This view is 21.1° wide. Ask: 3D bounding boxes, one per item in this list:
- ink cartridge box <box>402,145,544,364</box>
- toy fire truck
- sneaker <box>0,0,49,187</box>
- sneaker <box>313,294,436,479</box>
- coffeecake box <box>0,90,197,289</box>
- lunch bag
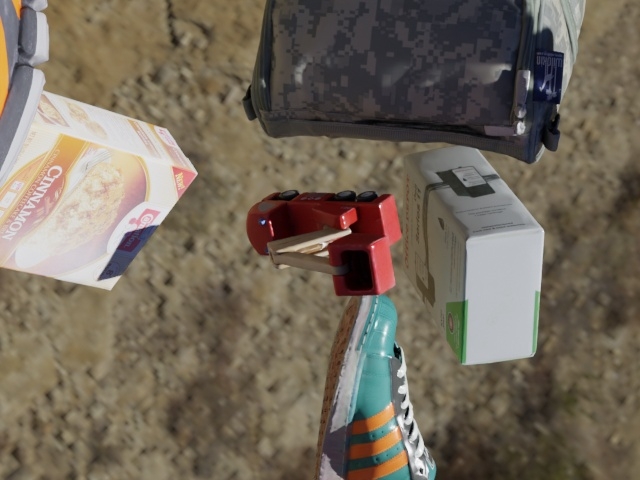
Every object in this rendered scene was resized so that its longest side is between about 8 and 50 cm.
[{"bbox_3d":[0.155,0.011,1.801,0.087,0.208,0.153,-8,119,-12],"label":"ink cartridge box"},{"bbox_3d":[0.000,0.000,1.506,0.135,0.192,0.047,-34,119,-49],"label":"toy fire truck"},{"bbox_3d":[-0.195,-0.167,0.664,0.125,0.321,0.180,-11,164,11],"label":"sneaker"},{"bbox_3d":[0.062,0.191,1.751,0.121,0.108,0.302,6,113,-4],"label":"sneaker"},{"bbox_3d":[-0.221,-0.043,1.449,0.185,0.068,0.142,15,121,-47],"label":"coffeecake box"},{"bbox_3d":[0.097,-0.201,1.638,0.212,0.305,0.256,65,35,-59],"label":"lunch bag"}]
